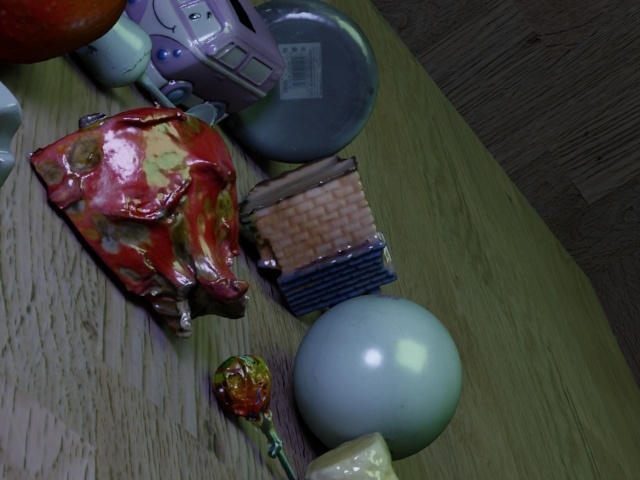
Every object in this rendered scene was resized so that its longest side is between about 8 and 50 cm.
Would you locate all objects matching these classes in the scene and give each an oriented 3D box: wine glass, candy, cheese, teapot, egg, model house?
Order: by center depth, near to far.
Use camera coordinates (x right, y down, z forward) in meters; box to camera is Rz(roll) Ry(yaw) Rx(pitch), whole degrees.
[{"bbox_3d":[0.056,0.280,1.340,0.167,0.093,0.123,68,14,2],"label":"cheese"},{"bbox_3d":[-0.044,0.202,1.342,0.201,0.060,0.060,63,15,-7],"label":"candy"},{"bbox_3d":[0.067,0.151,1.505,0.183,0.183,0.264,60,10,10],"label":"egg"},{"bbox_3d":[-0.205,-0.188,1.537,0.195,0.079,0.079,46,19,-34],"label":"wine glass"},{"bbox_3d":[0.000,0.000,1.683,0.183,0.166,0.172,-95,161,-77],"label":"model house"},{"bbox_3d":[-0.057,-0.277,1.926,0.305,0.223,0.285,57,7,-15],"label":"teapot"}]

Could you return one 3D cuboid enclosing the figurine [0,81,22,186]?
[{"bbox_3d":[-0.290,-0.042,0.908,0.176,0.133,0.236,31,33,-34],"label":"figurine"}]

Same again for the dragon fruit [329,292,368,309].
[{"bbox_3d":[0.057,0.114,1.758,0.162,0.083,0.106,22,24,-49],"label":"dragon fruit"}]

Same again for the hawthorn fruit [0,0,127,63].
[{"bbox_3d":[-0.285,-0.253,1.284,0.196,0.196,0.225,52,47,-17],"label":"hawthorn fruit"}]

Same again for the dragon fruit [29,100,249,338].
[{"bbox_3d":[-0.129,-0.012,1.328,0.262,0.134,0.212,21,42,-65],"label":"dragon fruit"}]

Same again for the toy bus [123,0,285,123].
[{"bbox_3d":[-0.152,-0.246,1.689,0.142,0.142,0.202,63,16,20],"label":"toy bus"}]
